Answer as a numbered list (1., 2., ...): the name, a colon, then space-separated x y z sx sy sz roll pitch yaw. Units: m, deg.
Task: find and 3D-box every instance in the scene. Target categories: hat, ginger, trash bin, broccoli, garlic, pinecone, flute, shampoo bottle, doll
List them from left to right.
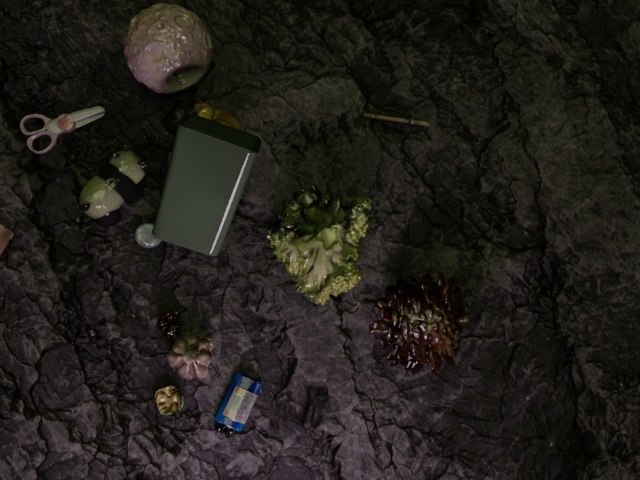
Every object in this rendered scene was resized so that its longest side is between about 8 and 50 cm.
1. doll: -0.594 -0.154 1.858 0.143 0.135 0.234 40 72 -4
2. pinecone: -0.429 0.240 1.851 0.077 0.077 0.083 -20 91 -13
3. hat: -0.421 0.448 1.825 0.076 0.059 0.077 -19 79 3
4. garlic: -0.356 0.328 1.796 0.131 0.194 0.127 30 86 -10
5. trash bin: -0.324 -0.153 1.824 0.222 0.158 0.344 18 114 -9
6. ginger: -0.283 -0.330 1.925 0.102 0.157 0.216 -43 56 10
7. shampoo bottle: -0.241 0.477 1.857 0.087 0.050 0.183 27 76 -8
8. broccoli: -0.007 0.009 1.864 0.293 0.281 0.348 8 79 -10
9. flute: 0.246 -0.395 2.113 0.232 0.027 0.027 6 79 -10
10. pinecone: 0.288 0.245 1.903 0.295 0.242 0.299 0 82 -2

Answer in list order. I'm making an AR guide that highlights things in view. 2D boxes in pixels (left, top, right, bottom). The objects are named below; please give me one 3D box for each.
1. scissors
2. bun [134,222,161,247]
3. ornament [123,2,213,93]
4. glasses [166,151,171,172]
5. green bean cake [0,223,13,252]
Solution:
1. scissors: -0.753 -0.342 1.909 0.242 0.030 0.118 -22 86 -11
2. bun: -0.502 -0.014 1.894 0.083 0.045 0.083 2 80 -14
3. ornament: -0.447 -0.567 1.891 0.259 0.259 0.225 -25 81 -14
4. glasses: -0.421 -0.214 1.916 0.103 0.062 0.140 21 77 -38
5. green bean cake: -0.951 -0.036 1.779 0.179 0.109 0.085 28 78 -5
